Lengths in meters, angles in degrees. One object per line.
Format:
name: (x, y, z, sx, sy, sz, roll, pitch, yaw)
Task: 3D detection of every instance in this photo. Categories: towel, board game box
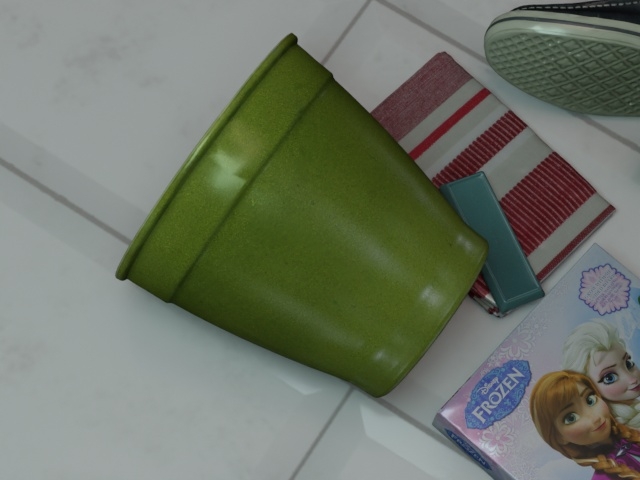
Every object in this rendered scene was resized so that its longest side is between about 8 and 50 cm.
towel: (0.201, -0.078, 2.006, 0.237, 0.037, 0.329, -41, 77, -19)
board game box: (0.362, 0.217, 1.875, 0.318, 0.066, 0.318, 40, 72, 13)

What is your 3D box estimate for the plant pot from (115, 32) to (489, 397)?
plant pot: (0.000, 0.000, 1.819, 0.353, 0.366, 0.366, 36, 70, -1)

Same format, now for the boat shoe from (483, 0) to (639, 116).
boat shoe: (0.462, -0.272, 2.023, 0.500, 0.187, 0.156, 1, 63, -8)

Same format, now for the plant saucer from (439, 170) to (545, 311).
plant saucer: (0.224, -0.002, 1.948, 0.067, 0.018, 0.192, -20, 72, -14)
